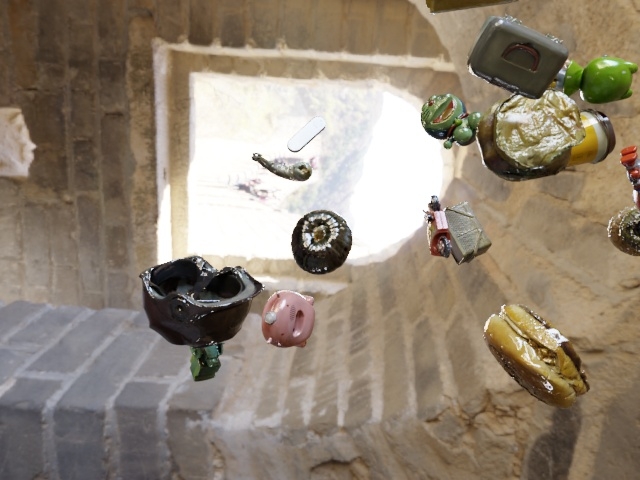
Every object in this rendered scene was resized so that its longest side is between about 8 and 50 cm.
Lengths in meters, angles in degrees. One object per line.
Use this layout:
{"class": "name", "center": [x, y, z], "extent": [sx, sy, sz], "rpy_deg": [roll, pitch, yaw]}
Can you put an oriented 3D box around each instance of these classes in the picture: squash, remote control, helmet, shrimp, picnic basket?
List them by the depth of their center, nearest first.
{"class": "helmet", "center": [-0.282, 0.159, 1.094], "extent": [0.225, 0.306, 0.177], "rpy_deg": [-18, 122, -57]}
{"class": "shrimp", "center": [-0.106, -0.211, 1.305], "extent": [0.161, 0.166, 0.049], "rpy_deg": [0, -113, 66]}
{"class": "squash", "center": [0.000, 0.003, 1.352], "extent": [0.156, 0.193, 0.193], "rpy_deg": [11, 83, -67]}
{"class": "picnic basket", "center": [0.647, -0.032, 2.139], "extent": [0.165, 0.139, 0.266], "rpy_deg": [73, -7, -71]}
{"class": "remote control", "center": [-0.064, -0.503, 2.223], "extent": [0.245, 0.077, 0.022], "rpy_deg": [-46, 172, -20]}

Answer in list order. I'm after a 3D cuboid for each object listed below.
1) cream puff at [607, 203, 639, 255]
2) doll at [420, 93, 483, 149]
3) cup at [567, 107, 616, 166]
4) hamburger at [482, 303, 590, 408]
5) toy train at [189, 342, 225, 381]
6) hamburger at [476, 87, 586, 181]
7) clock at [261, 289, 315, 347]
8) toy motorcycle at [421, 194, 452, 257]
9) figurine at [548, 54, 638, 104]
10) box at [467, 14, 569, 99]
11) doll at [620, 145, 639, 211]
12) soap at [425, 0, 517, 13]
{"class": "cream puff", "center": [1.028, -0.044, 1.504], "extent": [0.169, 0.183, 0.183], "rpy_deg": [12, 80, -57]}
{"class": "doll", "center": [0.556, -0.512, 2.020], "extent": [0.322, 0.198, 0.186], "rpy_deg": [53, 10, 33]}
{"class": "cup", "center": [0.845, -0.334, 1.625], "extent": [0.196, 0.280, 0.196], "rpy_deg": [-17, 90, -87]}
{"class": "hamburger", "center": [0.626, 0.337, 1.369], "extent": [0.304, 0.174, 0.284], "rpy_deg": [47, -2, -28]}
{"class": "toy train", "center": [-0.338, 0.277, 1.302], "extent": [0.132, 0.083, 0.200], "rpy_deg": [-59, -134, 35]}
{"class": "hamburger", "center": [0.616, -0.308, 1.394], "extent": [0.134, 0.285, 0.265], "rpy_deg": [77, 8, -71]}
{"class": "clock", "center": [-0.129, 0.311, 1.844], "extent": [0.241, 0.142, 0.227], "rpy_deg": [25, 74, -60]}
{"class": "toy motorcycle", "center": [0.485, -0.043, 1.942], "extent": [0.171, 0.089, 0.298], "rpy_deg": [73, 10, -58]}
{"class": "figurine", "center": [0.920, -0.547, 1.599], "extent": [0.143, 0.263, 0.162], "rpy_deg": [-40, 134, -44]}
{"class": "box", "center": [0.470, -0.447, 1.136], "extent": [0.129, 0.210, 0.148], "rpy_deg": [-75, -172, -55]}
{"class": "doll", "center": [0.638, -0.098, 0.911], "extent": [0.194, 0.062, 0.104], "rpy_deg": [48, 32, -18]}
{"class": "soap", "center": [0.468, -0.898, 1.501], "extent": [0.156, 0.335, 0.293], "rpy_deg": [102, -23, -70]}
